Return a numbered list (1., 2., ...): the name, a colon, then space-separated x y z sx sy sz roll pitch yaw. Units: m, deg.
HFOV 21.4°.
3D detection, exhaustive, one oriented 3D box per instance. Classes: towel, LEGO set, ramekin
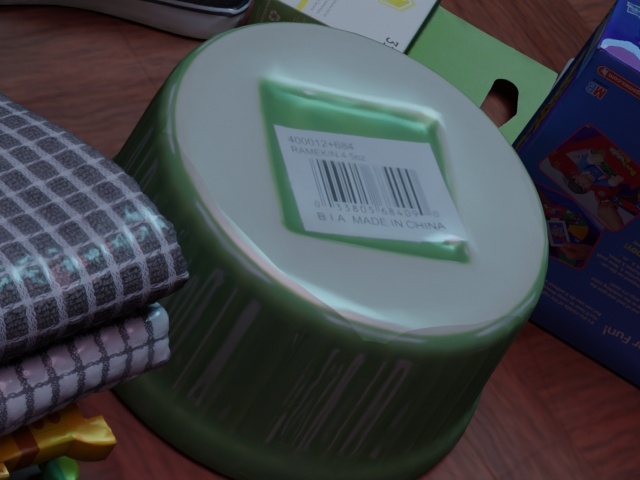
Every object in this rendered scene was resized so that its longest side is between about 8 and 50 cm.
1. towel: -0.246 -0.006 0.917 0.235 0.121 0.283 -24 48 -40
2. LEGO set: -0.156 0.142 0.920 0.093 0.087 0.227 -13 58 -39
3. ramekin: 0.000 0.000 1.098 0.303 0.148 0.303 17 45 -18

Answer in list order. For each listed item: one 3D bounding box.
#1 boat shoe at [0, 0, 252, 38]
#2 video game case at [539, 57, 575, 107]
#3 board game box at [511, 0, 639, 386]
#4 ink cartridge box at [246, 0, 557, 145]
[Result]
1. boat shoe: -0.178 -0.228 1.232 0.301 0.102 0.108 11 47 -23
2. video game case: 0.271 -0.086 1.359 0.201 0.023 0.183 9 37 22
3. board game box: 0.291 0.015 1.198 0.347 0.233 0.078 32 43 -2
4. ink cartridge box: 0.077 -0.166 1.354 0.235 0.056 0.171 27 42 4
